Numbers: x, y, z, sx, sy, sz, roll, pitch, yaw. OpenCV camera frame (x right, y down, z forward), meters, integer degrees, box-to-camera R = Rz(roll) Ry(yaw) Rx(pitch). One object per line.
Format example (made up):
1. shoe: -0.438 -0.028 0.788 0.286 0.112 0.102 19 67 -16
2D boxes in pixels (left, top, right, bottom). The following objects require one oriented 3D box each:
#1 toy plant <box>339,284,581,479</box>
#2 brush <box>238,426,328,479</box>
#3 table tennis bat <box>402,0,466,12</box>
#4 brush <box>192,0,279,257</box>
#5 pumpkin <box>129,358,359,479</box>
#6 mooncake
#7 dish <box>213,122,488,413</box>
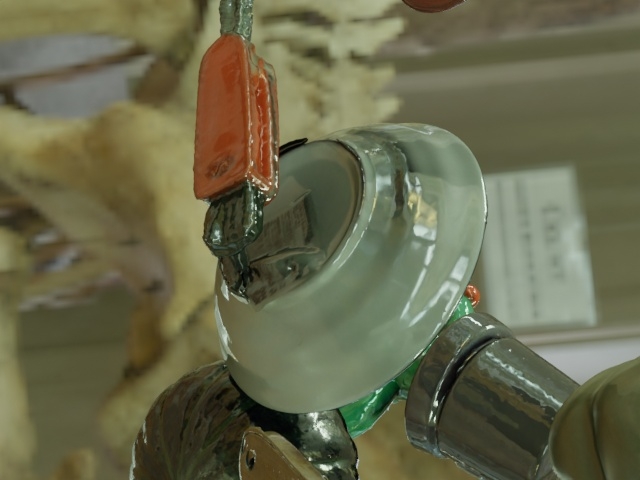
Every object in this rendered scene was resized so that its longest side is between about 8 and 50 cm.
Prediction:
1. toy plant: 0.141 0.173 2.400 0.279 0.400 0.185 -55 147 -7
2. brush: 0.002 0.187 1.254 0.327 0.065 0.070 -152 -118 -63
3. table tennis bat: 0.141 -0.266 1.845 0.019 0.155 0.098 47 25 -51
4. brush: -0.074 -0.116 1.816 0.051 0.070 0.323 38 39 -39
5. pumpkin: -0.067 0.242 1.943 0.216 0.250 0.250 22 58 -50
6. mooncake: 0.279 0.213 1.525 0.275 0.135 0.275 53 -27 41
7. dish: 0.000 0.000 1.824 0.106 0.316 0.316 39 36 -40
